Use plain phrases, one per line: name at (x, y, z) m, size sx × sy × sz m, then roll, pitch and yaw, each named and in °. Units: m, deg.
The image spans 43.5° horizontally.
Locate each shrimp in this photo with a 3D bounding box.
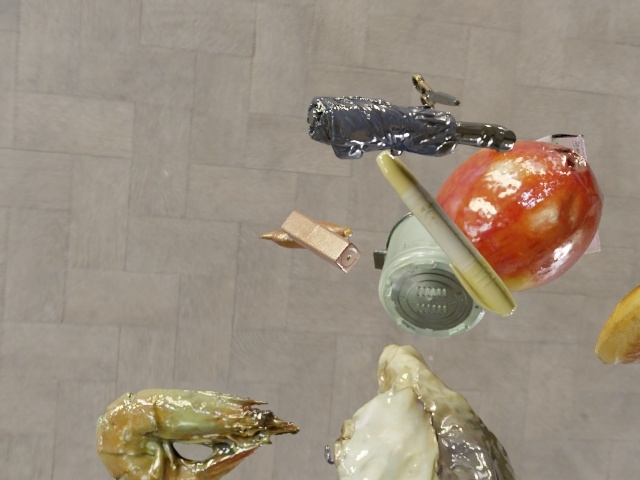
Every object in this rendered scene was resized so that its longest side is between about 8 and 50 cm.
shrimp at (-0.159, 0.258, 1.034) m, size 0.267 × 0.061 × 0.145 m, roll -7°, pitch 87°, yaw 0°

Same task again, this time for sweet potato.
sweet potato at (-0.030, -0.007, 1.463) m, size 0.195 × 0.056 × 0.056 m, roll -4°, pitch 98°, yaw 24°

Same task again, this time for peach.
peach at (0.322, -0.047, 1.303) m, size 0.281 × 0.281 × 0.238 m, roll -45°, pitch 96°, yaw -4°

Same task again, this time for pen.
pen at (0.138, -0.006, 0.906) m, size 0.040 × 0.032 × 0.233 m, roll -40°, pitch 85°, yaw -1°

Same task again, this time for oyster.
oyster at (0.068, 0.195, 0.489) m, size 0.110 × 0.341 × 0.166 m, roll -24°, pitch 101°, yaw 22°

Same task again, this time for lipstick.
lipstick at (0.000, 0.000, 1.323) m, size 0.045 × 0.145 × 0.045 m, roll -52°, pitch 138°, yaw -7°

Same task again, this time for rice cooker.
rice cooker at (0.246, 0.062, 1.681) m, size 0.281 × 0.227 × 0.241 m, roll -1°, pitch 125°, yaw 16°

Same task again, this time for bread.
bread at (0.321, 0.080, 0.762) m, size 0.154 × 0.054 × 0.136 m, roll 29°, pitch 132°, yaw -32°

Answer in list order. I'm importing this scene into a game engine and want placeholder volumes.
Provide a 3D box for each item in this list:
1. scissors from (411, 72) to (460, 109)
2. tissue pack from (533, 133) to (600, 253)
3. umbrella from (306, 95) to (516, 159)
scissors at (0.228, -0.281, 1.566) m, size 0.017 × 0.220 × 0.088 m, roll -26°, pitch 109°, yaw -4°
tissue pack at (0.479, -0.086, 1.667) m, size 0.092 × 0.148 × 0.246 m, roll -6°, pitch 86°, yaw -28°
umbrella at (0.101, -0.116, 0.870) m, size 0.248 × 0.071 × 0.071 m, roll 2°, pitch 96°, yaw -29°
